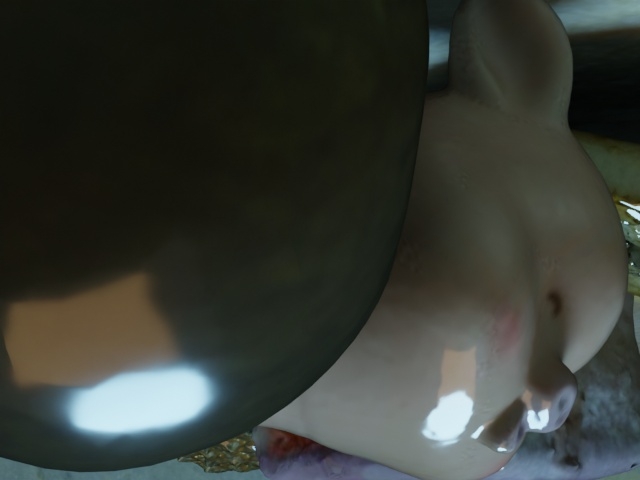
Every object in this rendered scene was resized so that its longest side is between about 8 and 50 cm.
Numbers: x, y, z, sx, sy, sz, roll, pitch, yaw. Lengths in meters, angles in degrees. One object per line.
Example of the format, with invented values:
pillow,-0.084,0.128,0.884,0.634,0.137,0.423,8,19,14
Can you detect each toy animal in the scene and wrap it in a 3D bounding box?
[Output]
toy animal,0.000,0.000,0.988,0.269,0.326,0.237,-36,146,-20

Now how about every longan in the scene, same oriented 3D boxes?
longan,-0.075,-0.039,0.751,0.300,0.243,0.300,-32,180,0

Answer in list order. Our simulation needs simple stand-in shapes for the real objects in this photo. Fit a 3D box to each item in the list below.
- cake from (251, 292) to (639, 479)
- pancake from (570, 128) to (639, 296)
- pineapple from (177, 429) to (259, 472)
cake,0.107,0.105,1.677,0.309,0.237,0.230,-9,169,41
pancake,0.212,-0.006,1.231,0.382,0.071,0.382,19,179,0
pineapple,-0.117,0.106,1.792,0.202,0.202,0.362,-5,163,11
